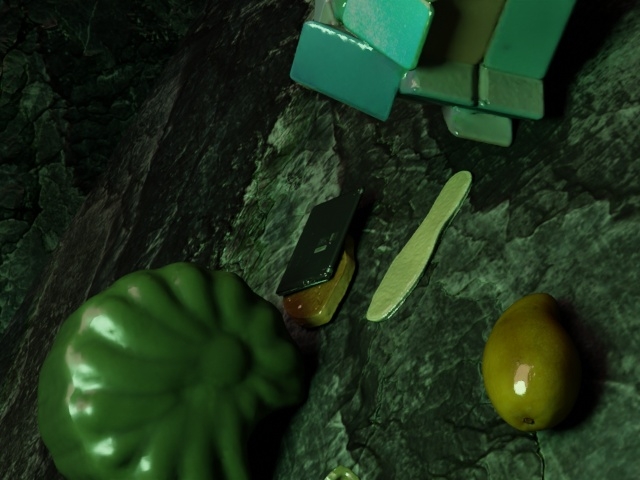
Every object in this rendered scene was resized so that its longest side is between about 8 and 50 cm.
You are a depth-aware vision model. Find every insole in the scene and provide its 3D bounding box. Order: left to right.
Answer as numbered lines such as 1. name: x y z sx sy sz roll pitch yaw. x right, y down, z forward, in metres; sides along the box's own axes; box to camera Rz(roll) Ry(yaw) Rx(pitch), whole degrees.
1. insole: 0.136 0.006 1.406 0.248 0.011 0.081 -58 23 -13

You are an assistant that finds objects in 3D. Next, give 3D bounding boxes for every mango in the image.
1. mango: 0.208 0.114 1.035 0.102 0.085 0.184 -40 21 25

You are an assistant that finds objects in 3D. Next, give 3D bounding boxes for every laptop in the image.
1. laptop: 0.000 0.000 1.587 0.129 0.016 0.180 -21 37 46

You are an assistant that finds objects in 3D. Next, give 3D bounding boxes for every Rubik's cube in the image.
1. Rubik's cube: 0.156 -0.327 1.377 0.387 0.358 0.368 122 153 -62

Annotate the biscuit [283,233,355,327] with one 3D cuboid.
1. biscuit: -0.001 0.056 1.566 0.142 0.029 0.220 -41 27 21

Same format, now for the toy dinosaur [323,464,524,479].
1. toy dinosaur: 0.061 0.293 1.048 0.251 0.072 0.200 -47 50 -10

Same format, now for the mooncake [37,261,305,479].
1. mooncake: -0.196 0.194 1.381 0.187 0.351 0.351 -37 26 58
